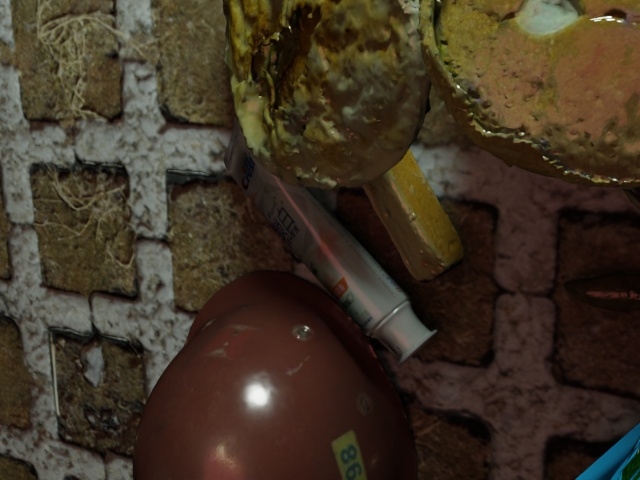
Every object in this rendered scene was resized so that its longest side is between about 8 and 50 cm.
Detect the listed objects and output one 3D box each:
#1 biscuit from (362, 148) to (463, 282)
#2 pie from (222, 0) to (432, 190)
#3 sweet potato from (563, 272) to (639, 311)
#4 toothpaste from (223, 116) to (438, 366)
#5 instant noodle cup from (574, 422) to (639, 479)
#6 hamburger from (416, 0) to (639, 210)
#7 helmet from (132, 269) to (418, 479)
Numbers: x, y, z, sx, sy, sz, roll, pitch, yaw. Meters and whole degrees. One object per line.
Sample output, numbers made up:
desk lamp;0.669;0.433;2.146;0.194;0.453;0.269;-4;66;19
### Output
biscuit;0.082;-0.046;0.883;0.056;0.052;0.188;-30;87;49
pie;-0.009;-0.212;0.814;0.339;0.077;0.339;25;122;49
sweet potato;0.307;0.053;0.788;0.153;0.038;0.041;14;133;18
toothpaste;0.000;0.000;0.937;0.323;0.066;0.100;48;152;13
instant noodle cup;0.354;0.231;0.709;0.240;0.240;0.178;40;127;15
hamburger;0.229;-0.177;0.660;0.318;0.195;0.277;45;116;6
helmet;-0.089;0.252;0.964;0.338;0.230;0.384;6;108;30
